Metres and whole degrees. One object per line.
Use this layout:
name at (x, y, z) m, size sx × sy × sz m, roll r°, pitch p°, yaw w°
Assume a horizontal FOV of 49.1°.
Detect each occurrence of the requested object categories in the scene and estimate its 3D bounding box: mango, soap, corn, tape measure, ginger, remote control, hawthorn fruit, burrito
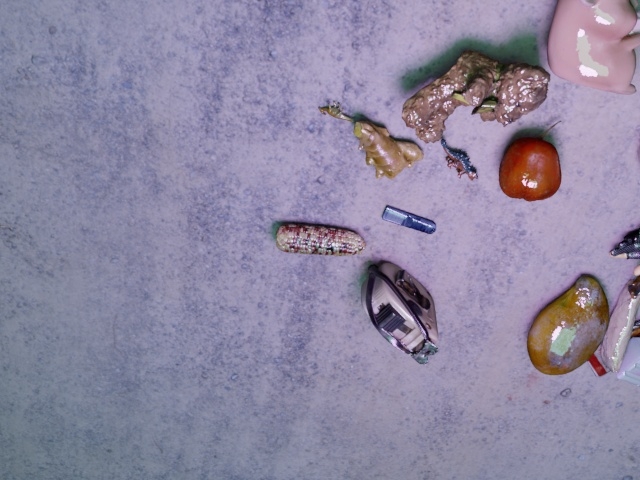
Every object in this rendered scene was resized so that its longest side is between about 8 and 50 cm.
mango at (0.711, 0.246, 1.999) m, size 0.193 × 0.146 × 0.316 m, roll 21°, pitch 107°, yaw -8°
soap at (0.990, 0.367, 2.039) m, size 0.230 × 0.091 × 0.145 m, roll 22°, pitch 128°, yaw -16°
corn at (0.000, 0.000, 1.960) m, size 0.253 × 0.086 × 0.086 m, roll 4°, pitch 121°, yaw 2°
tape measure at (0.217, 0.181, 1.932) m, size 0.231 × 0.271 × 0.133 m, roll 37°, pitch 118°, yaw -17°
ginger at (0.160, -0.230, 1.806) m, size 0.205 × 0.081 × 0.115 m, roll 27°, pitch 134°, yaw -17°
remote control at (0.247, -0.054, 1.932) m, size 0.153 × 0.027 × 0.043 m, roll 18°, pitch 125°, yaw -2°
hawthorn fruit at (0.528, -0.201, 1.749) m, size 0.163 × 0.162 × 0.203 m, roll 6°, pitch 107°, yaw 3°
burrito at (0.857, 0.244, 1.988) m, size 0.059 × 0.082 × 0.275 m, roll 5°, pitch 110°, yaw -19°

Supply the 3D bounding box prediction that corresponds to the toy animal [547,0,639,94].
toy animal at (0.618, -0.460, 1.553) m, size 0.213 × 0.195 × 0.256 m, roll 1°, pitch 118°, yaw -3°

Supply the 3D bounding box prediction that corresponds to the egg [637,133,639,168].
egg at (0.937, -0.209, 1.663) m, size 0.337 × 0.201 × 0.337 m, roll 4°, pitch 120°, yaw 6°

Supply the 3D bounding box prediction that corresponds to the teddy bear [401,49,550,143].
teddy bear at (0.373, -0.318, 1.655) m, size 0.296 × 0.246 × 0.222 m, roll -48°, pitch 67°, yaw 11°

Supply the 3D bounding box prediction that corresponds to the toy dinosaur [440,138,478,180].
toy dinosaur at (0.357, -0.206, 1.813) m, size 0.055 × 0.049 × 0.154 m, roll -34°, pitch 117°, yaw 26°

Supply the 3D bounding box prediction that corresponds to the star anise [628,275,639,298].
star anise at (1.002, 0.097, 1.864) m, size 0.346 × 0.148 × 0.237 m, roll -18°, pitch 160°, yaw 15°

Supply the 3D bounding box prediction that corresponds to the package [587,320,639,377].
package at (0.906, 0.315, 2.076) m, size 0.239 × 0.030 × 0.154 m, roll -27°, pitch 116°, yaw 20°

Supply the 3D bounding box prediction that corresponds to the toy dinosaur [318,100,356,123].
toy dinosaur at (0.048, -0.328, 1.788) m, size 0.113 × 0.026 × 0.041 m, roll 17°, pitch 128°, yaw 6°

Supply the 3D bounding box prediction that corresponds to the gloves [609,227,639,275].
gloves at (0.870, 0.016, 1.877) m, size 0.181 × 0.106 × 0.129 m, roll -7°, pitch 121°, yaw 44°
